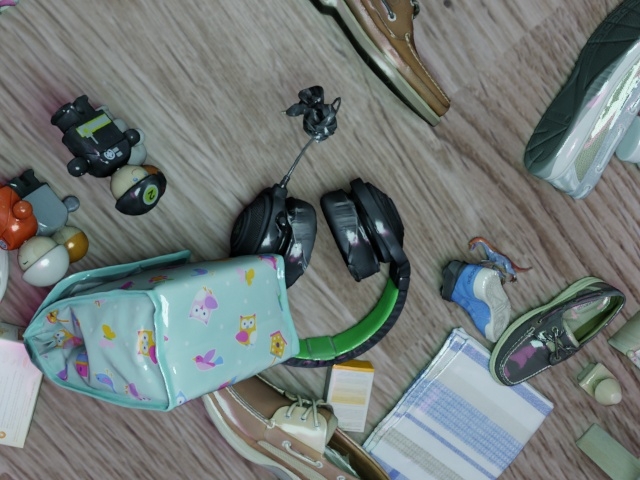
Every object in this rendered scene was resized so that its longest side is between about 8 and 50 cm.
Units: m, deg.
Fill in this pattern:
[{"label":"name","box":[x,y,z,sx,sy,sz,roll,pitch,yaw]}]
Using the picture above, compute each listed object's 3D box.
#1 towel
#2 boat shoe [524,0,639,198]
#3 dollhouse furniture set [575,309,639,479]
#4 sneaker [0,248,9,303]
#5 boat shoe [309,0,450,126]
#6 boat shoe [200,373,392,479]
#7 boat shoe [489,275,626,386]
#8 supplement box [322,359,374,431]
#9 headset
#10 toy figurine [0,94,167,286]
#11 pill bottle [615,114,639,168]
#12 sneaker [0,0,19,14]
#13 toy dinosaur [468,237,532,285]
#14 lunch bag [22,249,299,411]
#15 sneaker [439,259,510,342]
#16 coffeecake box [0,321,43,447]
[{"label":"towel","box":[0.188,0.291,1.321,0.209,0.034,0.285,37,94,-15]},{"label":"boat shoe","box":[0.406,-0.208,1.213,0.103,0.118,0.320,28,100,-20]},{"label":"dollhouse furniture set","box":[0.576,0.247,1.308,0.303,0.174,0.355,43,92,-16]},{"label":"sneaker","box":[-0.471,-0.037,1.094,0.121,0.112,0.299,-13,105,-7]},{"label":"boat shoe","box":[0.079,-0.284,1.136,0.104,0.110,0.307,-42,106,2]},{"label":"boat shoe","box":[-0.028,0.258,1.212,0.116,0.123,0.324,-40,103,23]},{"label":"boat shoe","box":[0.340,0.130,1.277,0.224,0.073,0.080,-35,103,-12]},{"label":"supplement box","box":[0.037,0.221,1.277,0.062,0.036,0.098,8,101,-11]},{"label":"headset","box":[0.000,0.000,1.146,0.244,0.185,0.394,-6,115,-9]},{"label":"toy figurine","box":[-0.290,-0.055,1.070,0.213,0.209,0.148,-40,94,0]},{"label":"pill bottle","box":[0.503,-0.129,1.257,0.160,0.087,0.087,11,100,-13]},{"label":"sneaker","box":[-0.419,-0.303,1.049,0.252,0.103,0.111,-42,104,2]},{"label":"toy dinosaur","box":[0.249,0.026,1.282,0.090,0.047,0.082,-29,98,-37]},{"label":"lunch bag","box":[-0.195,0.101,1.066,0.223,0.262,0.160,-14,98,-49]},{"label":"sneaker","box":[0.217,0.083,1.274,0.058,0.085,0.152,-53,142,-21]},{"label":"coffeecake box","box":[-0.460,0.176,1.164,0.186,0.068,0.142,15,99,-13]}]
